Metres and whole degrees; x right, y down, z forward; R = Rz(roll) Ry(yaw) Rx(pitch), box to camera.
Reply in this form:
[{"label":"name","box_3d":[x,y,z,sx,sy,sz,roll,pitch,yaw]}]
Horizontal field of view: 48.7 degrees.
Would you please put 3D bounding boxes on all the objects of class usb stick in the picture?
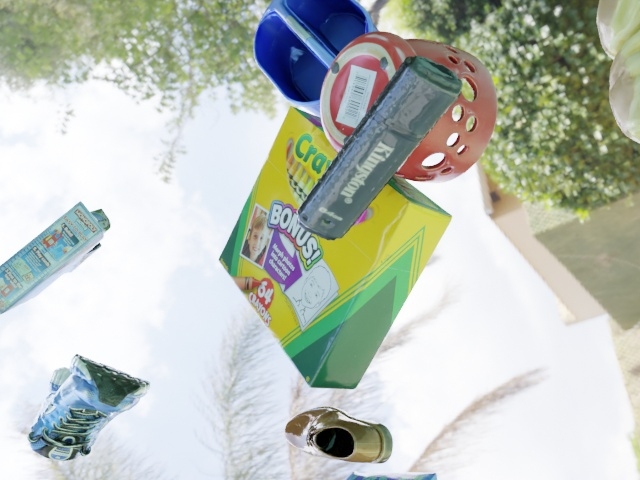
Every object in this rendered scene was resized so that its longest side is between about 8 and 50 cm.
[{"label":"usb stick","box_3d":[0.061,-0.099,0.831,0.077,0.278,0.045,19,-136,-22]}]

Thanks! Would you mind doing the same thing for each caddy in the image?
[{"label":"caddy","box_3d":[-0.002,-0.409,1.498,0.179,0.241,0.341,25,-158,-52]}]

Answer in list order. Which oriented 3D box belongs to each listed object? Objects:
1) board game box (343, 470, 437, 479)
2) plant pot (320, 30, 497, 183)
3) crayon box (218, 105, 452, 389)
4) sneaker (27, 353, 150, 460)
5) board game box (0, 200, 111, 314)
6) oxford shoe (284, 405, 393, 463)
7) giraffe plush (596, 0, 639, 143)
[{"label":"board game box","box_3d":[0.084,0.433,1.138,0.210,0.160,0.047,-13,-86,-64]},{"label":"plant pot","box_3d":[0.111,-0.176,0.938,0.174,0.191,0.191,2,-113,-45]},{"label":"crayon box","box_3d":[0.000,0.000,1.134,0.106,0.313,0.363,11,-157,-38]},{"label":"sneaker","box_3d":[-0.366,0.272,1.099,0.130,0.330,0.147,26,-118,-20]},{"label":"board game box","box_3d":[-0.399,0.013,1.101,0.060,0.194,0.194,52,-167,-3]},{"label":"oxford shoe","box_3d":[0.005,0.281,1.028,0.076,0.212,0.076,11,-104,-38]},{"label":"giraffe plush","box_3d":[0.242,-0.111,0.278,0.170,0.210,0.181,15,-94,-14]}]
